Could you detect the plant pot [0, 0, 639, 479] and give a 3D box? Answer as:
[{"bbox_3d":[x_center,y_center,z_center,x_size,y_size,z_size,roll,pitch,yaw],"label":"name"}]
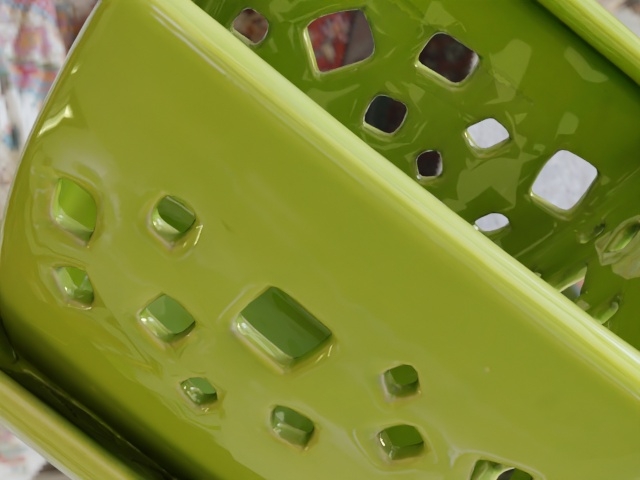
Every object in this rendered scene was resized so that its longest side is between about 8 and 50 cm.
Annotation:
[{"bbox_3d":[0.000,0.000,0.562,0.227,0.228,0.207,38,122,-7],"label":"plant pot"}]
